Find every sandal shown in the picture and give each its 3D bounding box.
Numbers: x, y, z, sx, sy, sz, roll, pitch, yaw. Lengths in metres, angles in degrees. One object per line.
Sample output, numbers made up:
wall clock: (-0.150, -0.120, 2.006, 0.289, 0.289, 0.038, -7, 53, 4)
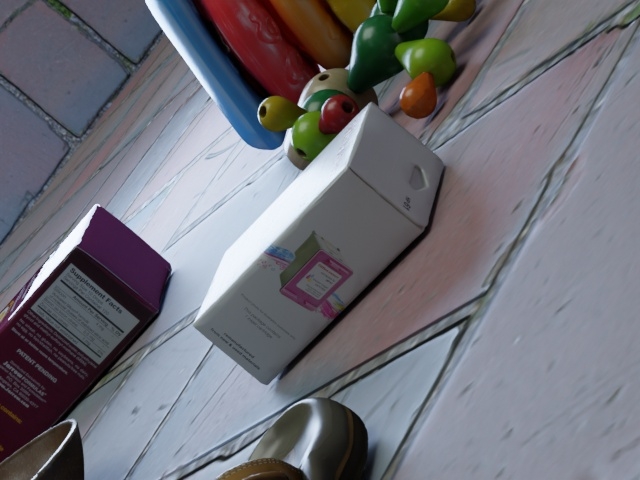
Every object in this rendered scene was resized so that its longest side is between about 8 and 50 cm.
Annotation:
sandal: (-0.025, 0.105, 0.700, 0.090, 0.060, 0.219, -47, 11, 20)

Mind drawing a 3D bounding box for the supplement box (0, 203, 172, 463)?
supplement box: (-0.205, 0.076, 1.493, 0.188, 0.081, 0.104, -47, 11, 15)

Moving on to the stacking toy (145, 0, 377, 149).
stacking toy: (0.030, -0.215, 1.428, 0.302, 0.166, 0.175, -33, 10, 10)

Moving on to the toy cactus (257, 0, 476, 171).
toy cactus: (0.018, -0.105, 1.189, 0.180, 0.112, 0.219, -53, 13, 49)

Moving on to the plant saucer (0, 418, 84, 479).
plant saucer: (-0.244, 0.222, 1.126, 0.310, 0.050, 0.310, -39, 6, 4)

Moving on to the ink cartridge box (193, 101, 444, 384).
ink cartridge box: (0.000, 0.000, 0.984, 0.122, 0.052, 0.088, -44, 12, 24)
